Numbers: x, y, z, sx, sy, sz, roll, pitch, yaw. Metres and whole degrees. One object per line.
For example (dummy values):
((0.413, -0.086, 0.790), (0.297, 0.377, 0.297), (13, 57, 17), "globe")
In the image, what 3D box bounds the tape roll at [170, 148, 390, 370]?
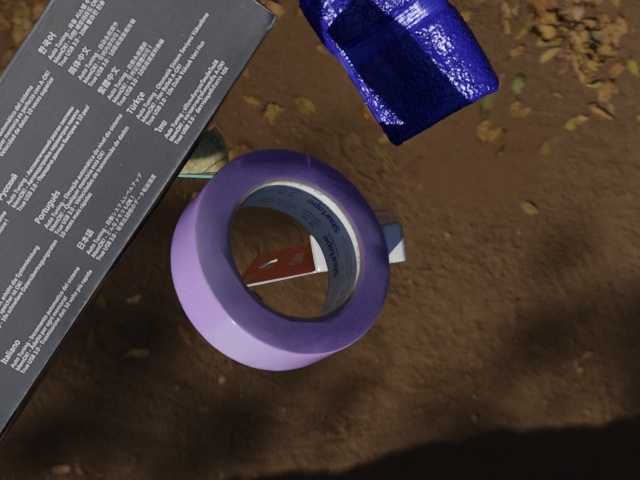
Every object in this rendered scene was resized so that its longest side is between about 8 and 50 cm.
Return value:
((-0.048, 0.024, 1.030), (0.274, 0.090, 0.275), (12, 64, -27), "tape roll")

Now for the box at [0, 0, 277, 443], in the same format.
((-0.145, 0.006, 0.410), (0.076, 0.242, 0.307), (34, 93, -11), "box")

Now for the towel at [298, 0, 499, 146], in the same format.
((0.123, -0.322, 1.309), (0.227, 0.076, 0.308), (-28, 104, 35), "towel")

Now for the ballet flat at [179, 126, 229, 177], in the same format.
((-0.361, -0.181, 1.622), (0.348, 0.123, 0.123), (-3, 107, 0), "ballet flat")

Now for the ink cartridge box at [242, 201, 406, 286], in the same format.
((0.000, 0.000, 1.319), (0.261, 0.296, 0.066), (-9, 98, 3), "ink cartridge box")
